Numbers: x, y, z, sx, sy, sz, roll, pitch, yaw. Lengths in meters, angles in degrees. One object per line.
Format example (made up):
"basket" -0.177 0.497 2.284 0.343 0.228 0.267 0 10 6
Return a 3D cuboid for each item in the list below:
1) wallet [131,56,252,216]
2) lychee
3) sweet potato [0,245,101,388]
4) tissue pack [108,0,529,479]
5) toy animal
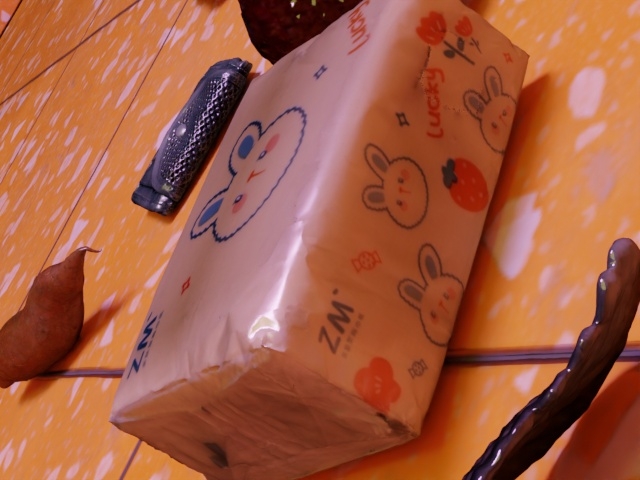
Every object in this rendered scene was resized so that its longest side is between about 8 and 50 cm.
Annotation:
"wallet" -0.098 -0.079 1.048 0.129 0.026 0.088 -60 20 -5
"lychee" 0.013 -0.140 0.757 0.123 0.129 0.123 -46 -29 -35
"sweet potato" -0.202 0.057 1.045 0.195 0.056 0.056 -52 19 42
"tissue pack" 0.000 0.000 0.610 0.148 0.092 0.196 -30 35 52
"toy animal" -0.019 0.137 0.420 0.197 0.272 0.160 90 169 -47
